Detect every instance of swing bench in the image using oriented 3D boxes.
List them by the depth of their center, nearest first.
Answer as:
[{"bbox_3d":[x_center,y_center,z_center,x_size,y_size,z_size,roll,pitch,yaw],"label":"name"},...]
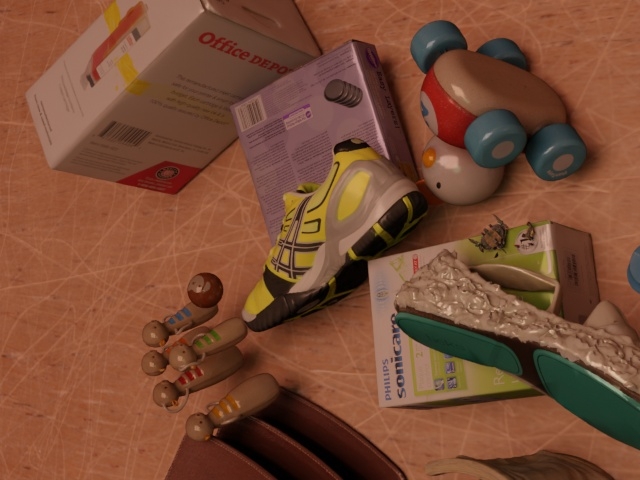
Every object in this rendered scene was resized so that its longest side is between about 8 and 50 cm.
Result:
[{"bbox_3d":[0.206,0.354,1.385,0.254,0.253,0.165,-51,56,20],"label":"swing bench"}]

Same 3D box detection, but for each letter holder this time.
[{"bbox_3d":[-0.053,0.352,1.660,0.302,0.152,0.214,29,99,38],"label":"letter holder"}]

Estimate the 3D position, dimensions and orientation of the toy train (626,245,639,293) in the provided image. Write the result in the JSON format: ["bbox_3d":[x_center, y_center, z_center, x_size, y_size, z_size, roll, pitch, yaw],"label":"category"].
[{"bbox_3d":[0.442,0.113,1.308,0.105,0.143,0.248,-34,63,30],"label":"toy train"}]

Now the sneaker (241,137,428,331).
[{"bbox_3d":[0.000,0.000,1.640,0.385,0.145,0.147,-44,73,39],"label":"sneaker"}]

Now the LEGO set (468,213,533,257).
[{"bbox_3d":[0.228,-0.003,1.427,0.083,0.023,0.054,14,91,27],"label":"LEGO set"}]

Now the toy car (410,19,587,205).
[{"bbox_3d":[0.189,-0.125,1.526,0.238,0.210,0.219,-55,43,33],"label":"toy car"}]

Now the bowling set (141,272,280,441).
[{"bbox_3d":[-0.205,0.154,1.729,0.287,0.154,0.199,24,136,55],"label":"bowling set"}]

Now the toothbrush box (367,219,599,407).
[{"bbox_3d":[0.215,0.106,1.505,0.283,0.122,0.206,-13,74,38],"label":"toothbrush box"}]

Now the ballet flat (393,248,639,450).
[{"bbox_3d":[0.265,0.107,1.314,0.409,0.147,0.147,24,98,35],"label":"ballet flat"}]

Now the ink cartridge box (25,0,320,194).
[{"bbox_3d":[-0.233,-0.261,1.819,0.385,0.279,0.160,-38,61,27],"label":"ink cartridge box"}]

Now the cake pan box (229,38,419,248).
[{"bbox_3d":[-0.001,-0.136,1.722,0.267,0.070,0.245,-24,78,34],"label":"cake pan box"}]
